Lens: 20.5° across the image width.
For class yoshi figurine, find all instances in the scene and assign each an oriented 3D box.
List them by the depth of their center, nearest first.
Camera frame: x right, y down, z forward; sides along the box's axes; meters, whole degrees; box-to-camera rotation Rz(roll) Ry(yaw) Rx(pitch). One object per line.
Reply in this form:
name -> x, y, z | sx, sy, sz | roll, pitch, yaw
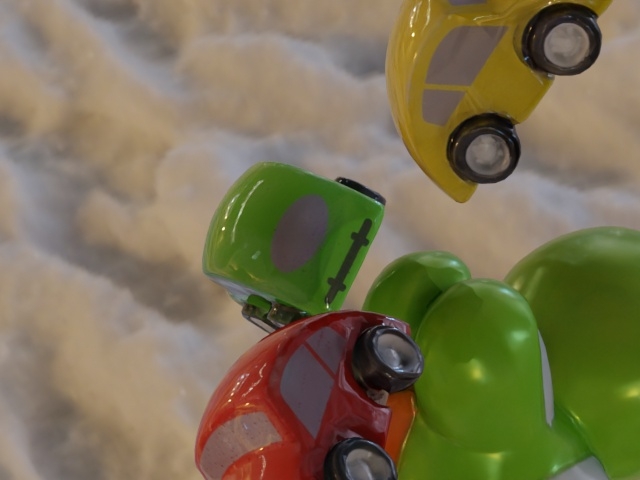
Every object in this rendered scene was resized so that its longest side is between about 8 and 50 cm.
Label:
yoshi figurine -> 0.124, 0.141, 0.790 | 0.204, 0.362, 0.203 | 1, 37, 23

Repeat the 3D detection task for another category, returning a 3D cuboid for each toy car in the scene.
toy car -> 0.000, 0.000, 0.611 | 0.239, 0.053, 0.225 | -63, 14, -10
